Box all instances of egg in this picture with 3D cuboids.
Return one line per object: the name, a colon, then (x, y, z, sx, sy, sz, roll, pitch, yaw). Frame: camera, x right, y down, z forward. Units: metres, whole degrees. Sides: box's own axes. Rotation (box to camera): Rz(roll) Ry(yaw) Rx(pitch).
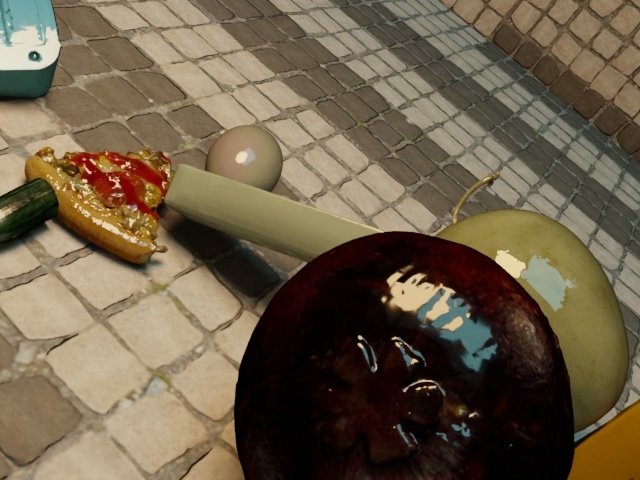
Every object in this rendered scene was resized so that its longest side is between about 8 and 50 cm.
egg: (-0.105, -0.103, 0.920, 0.103, 0.103, 0.135, 32, 38, -6)

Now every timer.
timer: (-0.466, -0.292, 0.815, 0.250, 0.091, 0.231, -8, 79, -32)

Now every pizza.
pizza: (-0.236, -0.071, 0.814, 0.188, 0.062, 0.199, 37, 34, -3)

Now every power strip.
power strip: (0.000, -0.001, 0.772, 0.386, 0.062, 0.091, 20, -8, 18)

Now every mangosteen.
mangosteen: (0.075, 0.147, 0.590, 0.293, 0.297, 0.297, 46, 17, -51)

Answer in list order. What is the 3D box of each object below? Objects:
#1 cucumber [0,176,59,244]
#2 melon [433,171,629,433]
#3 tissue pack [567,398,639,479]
cucumber: (-0.325, -0.024, 0.699, 0.048, 0.048, 0.105, 39, 40, 4)
melon: (0.243, 0.097, 0.848, 0.272, 0.271, 0.308, 0, 32, -40)
tissue pack: (0.460, 0.279, 0.718, 0.228, 0.382, 0.293, -4, 51, -45)
